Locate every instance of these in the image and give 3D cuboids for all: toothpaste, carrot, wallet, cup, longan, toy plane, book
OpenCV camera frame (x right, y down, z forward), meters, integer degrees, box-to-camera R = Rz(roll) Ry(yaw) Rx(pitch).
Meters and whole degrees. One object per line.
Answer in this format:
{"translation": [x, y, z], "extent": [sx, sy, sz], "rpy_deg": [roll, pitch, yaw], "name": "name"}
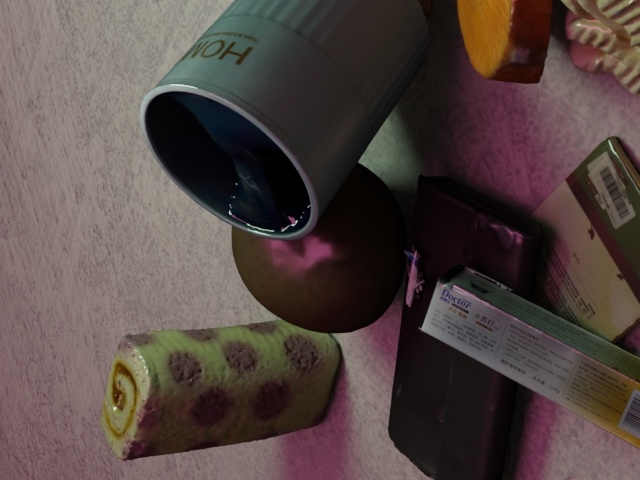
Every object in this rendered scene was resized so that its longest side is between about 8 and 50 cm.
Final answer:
{"translation": [0.271, 0.137, 1.508], "extent": [0.312, 0.071, 0.089], "rpy_deg": [28, 122, 21], "name": "toothpaste"}
{"translation": [0.216, -0.313, 1.423], "extent": [0.258, 0.100, 0.307], "rpy_deg": [88, 178, -51], "name": "carrot"}
{"translation": [0.182, 0.133, 1.682], "extent": [0.228, 0.062, 0.406], "rpy_deg": [36, 128, 51], "name": "wallet"}
{"translation": [-0.045, -0.186, 1.631], "extent": [0.256, 0.311, 0.331], "rpy_deg": [37, 152, -2], "name": "cup"}
{"translation": [0.000, 0.000, 1.757], "extent": [0.258, 0.258, 0.258], "rpy_deg": [15, 109, 49], "name": "longan"}
{"translation": [0.123, 0.049, 1.677], "extent": [0.078, 0.024, 0.084], "rpy_deg": [-124, 27, -63], "name": "toy plane"}
{"translation": [0.316, 0.036, 1.543], "extent": [0.289, 0.026, 0.201], "rpy_deg": [-51, 57, 45], "name": "book"}

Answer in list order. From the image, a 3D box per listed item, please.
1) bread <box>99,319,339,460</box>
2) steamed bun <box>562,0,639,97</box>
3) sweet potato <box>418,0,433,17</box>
{"translation": [-0.149, 0.224, 1.928], "extent": [0.155, 0.338, 0.187], "rpy_deg": [46, 131, 44], "name": "bread"}
{"translation": [0.378, -0.271, 1.250], "extent": [0.280, 0.207, 0.268], "rpy_deg": [28, 161, 24], "name": "steamed bun"}
{"translation": [0.033, -0.364, 1.739], "extent": [0.341, 0.092, 0.114], "rpy_deg": [50, 121, 37], "name": "sweet potato"}
